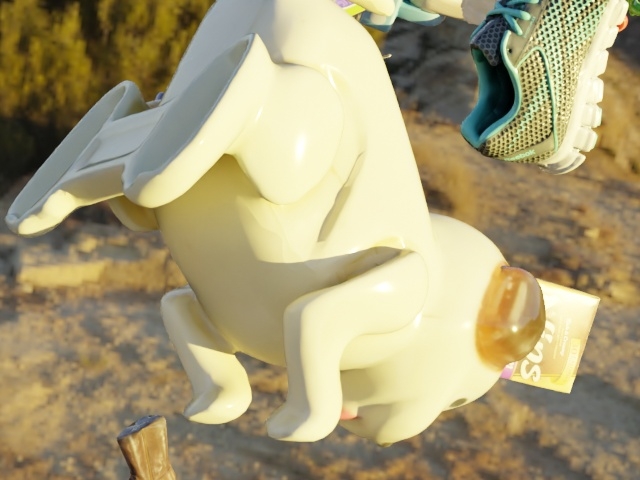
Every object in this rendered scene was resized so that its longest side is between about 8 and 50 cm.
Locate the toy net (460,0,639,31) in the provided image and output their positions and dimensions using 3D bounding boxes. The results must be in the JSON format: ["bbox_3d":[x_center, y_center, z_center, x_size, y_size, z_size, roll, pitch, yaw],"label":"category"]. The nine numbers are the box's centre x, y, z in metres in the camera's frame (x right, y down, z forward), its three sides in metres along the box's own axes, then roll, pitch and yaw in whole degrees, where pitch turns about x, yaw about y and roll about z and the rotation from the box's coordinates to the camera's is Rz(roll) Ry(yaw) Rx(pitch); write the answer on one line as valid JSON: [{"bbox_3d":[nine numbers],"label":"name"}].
[{"bbox_3d":[0.261,-0.274,1.413,0.232,0.045,0.122,-12,-53,46],"label":"toy net"}]

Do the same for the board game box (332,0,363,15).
[{"bbox_3d":[-0.015,-0.417,1.440,0.233,0.347,0.078,-26,7,-8],"label":"board game box"}]

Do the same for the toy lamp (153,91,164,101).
[{"bbox_3d":[-0.148,-0.237,1.767,0.080,0.275,0.080,35,-9,6],"label":"toy lamp"}]

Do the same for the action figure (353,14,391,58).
[{"bbox_3d":[-0.052,-0.269,1.610,0.275,0.164,0.141,39,54,18],"label":"action figure"}]

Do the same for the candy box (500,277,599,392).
[{"bbox_3d":[0.191,0.085,1.330,0.186,0.109,0.053,15,4,-30],"label":"candy box"}]

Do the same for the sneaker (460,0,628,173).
[{"bbox_3d":[0.117,-0.115,0.692,0.076,0.166,0.065,-3,18,-27],"label":"sneaker"}]

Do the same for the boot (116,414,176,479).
[{"bbox_3d":[-0.205,0.243,1.363,0.106,0.114,0.037,-26,44,-24],"label":"boot"}]

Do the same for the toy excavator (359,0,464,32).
[{"bbox_3d":[0.202,-0.409,2.035,0.445,0.222,0.433,17,50,-2],"label":"toy excavator"}]

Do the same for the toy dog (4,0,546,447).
[{"bbox_3d":[0.000,0.000,1.112,0.284,0.395,0.408,-17,-56,44],"label":"toy dog"}]
